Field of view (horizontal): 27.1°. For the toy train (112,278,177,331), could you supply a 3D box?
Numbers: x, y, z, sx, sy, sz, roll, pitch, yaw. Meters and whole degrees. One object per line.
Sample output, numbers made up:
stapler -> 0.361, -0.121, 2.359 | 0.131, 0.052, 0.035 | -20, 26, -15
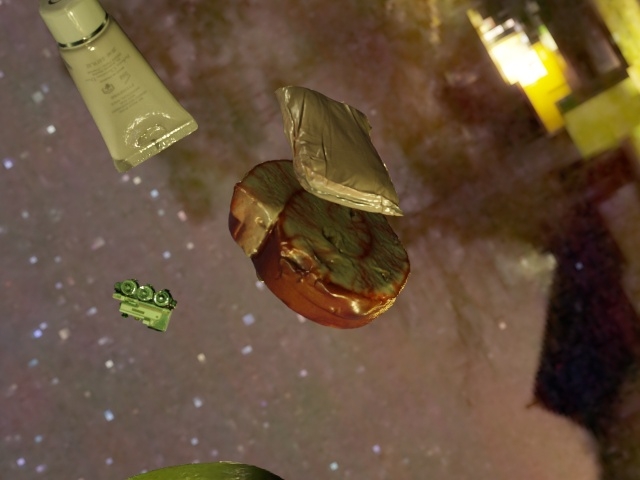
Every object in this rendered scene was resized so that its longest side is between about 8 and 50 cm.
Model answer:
toy train -> -0.226, 0.081, 1.695 | 0.083, 0.053, 0.033 | 17, -176, -1

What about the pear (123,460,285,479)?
pear -> -0.136, 0.448, 1.833 | 0.342, 0.318, 0.238 | 28, -140, -15

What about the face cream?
face cream -> -0.303, -0.238, 1.950 | 0.089, 0.143, 0.314 | 54, 174, 50

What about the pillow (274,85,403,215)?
pillow -> 0.027, -0.140, 2.044 | 0.173, 0.067, 0.270 | 13, -145, -20

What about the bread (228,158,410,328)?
bread -> 0.004, 0.001, 2.306 | 0.327, 0.114, 0.295 | 50, -144, 18
